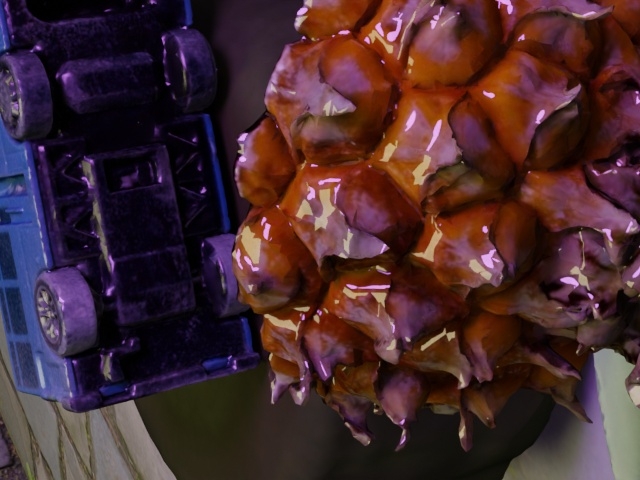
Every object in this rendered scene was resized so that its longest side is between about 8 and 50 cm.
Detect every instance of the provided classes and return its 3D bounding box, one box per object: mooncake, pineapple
[{"bbox_3d":[0.000,0.000,0.912,0.356,0.194,0.356,32,128,53],"label":"mooncake"},{"bbox_3d":[0.145,-0.001,0.524,0.272,0.262,0.262,25,131,35],"label":"pineapple"}]

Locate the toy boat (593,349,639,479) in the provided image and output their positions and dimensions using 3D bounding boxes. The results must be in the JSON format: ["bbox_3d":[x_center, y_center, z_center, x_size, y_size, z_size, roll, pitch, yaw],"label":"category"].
[{"bbox_3d":[0.181,0.074,0.684,0.210,0.070,0.291,19,116,58],"label":"toy boat"}]

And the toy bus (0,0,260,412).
[{"bbox_3d":[-0.121,-0.037,0.791,0.134,0.116,0.233,-2,98,63],"label":"toy bus"}]
